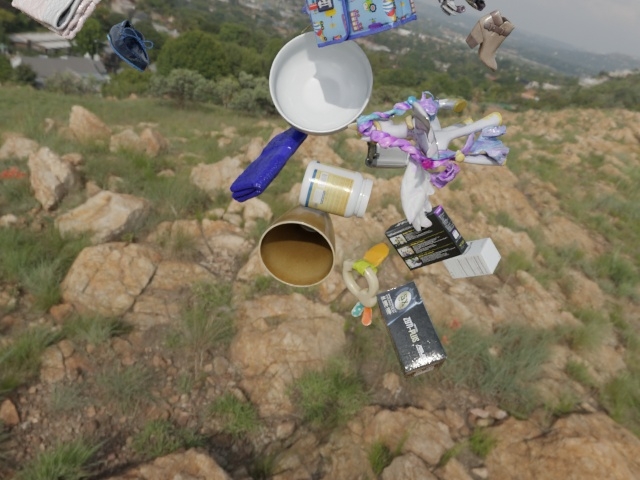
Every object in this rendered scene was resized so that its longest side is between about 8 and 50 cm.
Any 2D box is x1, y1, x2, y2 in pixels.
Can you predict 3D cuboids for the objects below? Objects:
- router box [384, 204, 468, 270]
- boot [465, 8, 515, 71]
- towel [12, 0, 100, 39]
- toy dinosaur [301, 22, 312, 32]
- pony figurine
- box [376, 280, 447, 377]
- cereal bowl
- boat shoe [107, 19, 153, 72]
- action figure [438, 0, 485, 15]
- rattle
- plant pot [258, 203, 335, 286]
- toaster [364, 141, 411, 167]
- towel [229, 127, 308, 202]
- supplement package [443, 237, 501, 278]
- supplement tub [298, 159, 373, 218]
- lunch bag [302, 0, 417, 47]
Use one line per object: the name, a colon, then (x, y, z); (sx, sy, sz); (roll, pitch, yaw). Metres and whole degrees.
router box: (0.274, -0.003, 1.276); (0.133, 0.179, 0.046); (54, 49, -10)
boot: (0.365, -0.418, 1.017); (0.119, 0.087, 0.042); (29, 41, -32)
towel: (-0.526, -0.612, 1.058); (0.317, 0.331, 0.053); (36, 1, 36)
toy dinosaur: (-0.001, -0.765, 1.627); (0.053, 0.092, 0.183); (24, 59, 2)
pony figurine: (0.282, -0.242, 1.235); (0.364, 0.302, 0.350); (-8, 43, -11)
box: (0.171, 0.176, 0.929); (0.078, 0.180, 0.147); (-21, 68, 2)
cereal bowl: (0.002, -0.503, 1.618); (0.339, 0.338, 0.141); (19, -5, 3)
boat shoe: (-0.563, -0.586, 1.430); (0.258, 0.089, 0.109); (50, 11, 32)
action figure: (0.371, -0.634, 1.176); (0.099, 0.185, 0.285); (56, 34, 9)
rattle: (0.148, 0.127, 1.428); (0.130, 0.199, 0.143); (-6, 23, 35)
plant pot: (-0.049, -0.017, 1.573); (0.237, 0.237, 0.254); (18, 32, 2)
toaster: (0.263, -0.343, 1.907); (0.147, 0.129, 0.227); (2, 8, -5)
towel: (-0.190, -0.278, 1.740); (0.076, 0.228, 0.308); (43, 63, -20)
supplement package: (0.592, 0.072, 1.914); (0.105, 0.179, 0.105); (-47, 110, -37)
supplement tub: (0.046, -0.150, 1.473); (0.200, 0.144, 0.144); (16, 28, 1)
lunch bag: (0.072, -0.641, 1.259); (0.293, 0.220, 0.138); (3, 31, 40)
